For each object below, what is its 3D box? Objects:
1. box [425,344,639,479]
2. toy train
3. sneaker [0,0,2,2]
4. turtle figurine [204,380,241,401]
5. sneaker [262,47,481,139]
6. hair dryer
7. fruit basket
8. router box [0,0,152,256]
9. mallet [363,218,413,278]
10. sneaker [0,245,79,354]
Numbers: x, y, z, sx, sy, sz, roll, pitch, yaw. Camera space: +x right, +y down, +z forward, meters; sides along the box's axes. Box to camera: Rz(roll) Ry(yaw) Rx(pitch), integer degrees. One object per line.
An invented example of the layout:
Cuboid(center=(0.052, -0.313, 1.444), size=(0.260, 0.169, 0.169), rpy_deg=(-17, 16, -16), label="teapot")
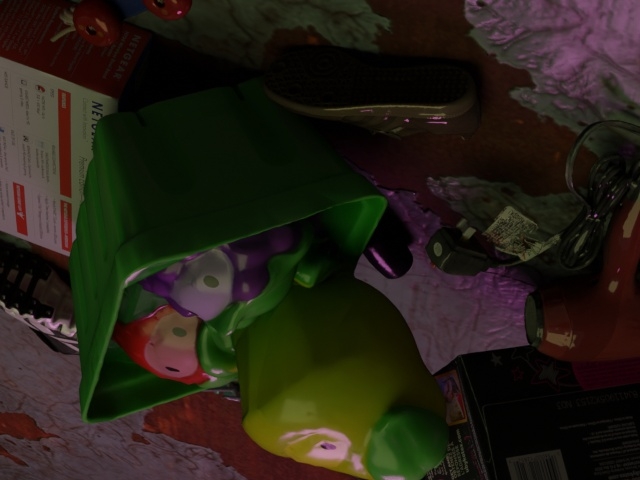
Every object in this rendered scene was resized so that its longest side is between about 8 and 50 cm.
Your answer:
Cuboid(center=(0.230, 0.189, 1.482), size=(0.247, 0.163, 0.142), rpy_deg=(-6, 161, -22), label="box")
Cuboid(center=(-0.189, -0.236, 1.237), size=(0.248, 0.105, 0.143), rpy_deg=(-11, 126, 45), label="toy train")
Cuboid(center=(-0.300, -0.266, 1.309), size=(0.075, 0.057, 0.161), rpy_deg=(-20, 131, 28), label="sneaker")
Cuboid(center=(-0.123, 0.120, 1.757), size=(0.175, 0.118, 0.234), rpy_deg=(22, 170, 31), label="turtle figurine")
Cuboid(center=(0.043, -0.112, 1.312), size=(0.188, 0.066, 0.071), rpy_deg=(9, 149, 22), label="sneaker")
Cuboid(center=(0.259, 0.029, 1.354), size=(0.293, 0.080, 0.223), rpy_deg=(29, 133, -35), label="hair dryer")
Cuboid(center=(-0.061, 0.084, 1.417), size=(0.283, 0.392, 0.392), rpy_deg=(-17, 160, -22), label="fruit basket")
Cuboid(center=(-0.322, -0.126, 1.515), size=(0.301, 0.082, 0.335), rpy_deg=(21, 151, 2), label="router box")
Cuboid(center=(0.000, 0.000, 1.562), size=(0.189, 0.039, 0.062), rpy_deg=(7, 149, 31), label="mallet")
Cuboid(center=(-0.323, 0.087, 1.873), size=(0.234, 0.078, 0.106), rpy_deg=(26, 148, -12), label="sneaker")
